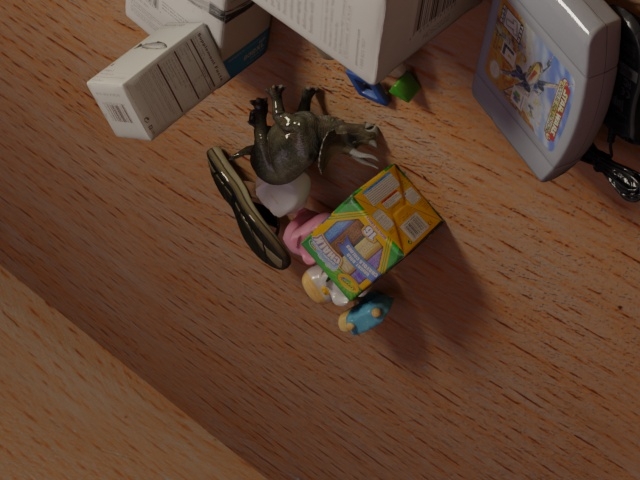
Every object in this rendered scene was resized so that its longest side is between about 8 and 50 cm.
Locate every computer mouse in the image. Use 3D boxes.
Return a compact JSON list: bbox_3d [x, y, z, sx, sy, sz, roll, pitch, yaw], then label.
[{"bbox_3d":[0.357,-0.191,1.505,0.184,0.060,0.262,47,154,48],"label":"computer mouse"}]

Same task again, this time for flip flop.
[{"bbox_3d":[-0.127,-0.070,2.325,0.277,0.080,0.112,58,160,19],"label":"flip flop"}]

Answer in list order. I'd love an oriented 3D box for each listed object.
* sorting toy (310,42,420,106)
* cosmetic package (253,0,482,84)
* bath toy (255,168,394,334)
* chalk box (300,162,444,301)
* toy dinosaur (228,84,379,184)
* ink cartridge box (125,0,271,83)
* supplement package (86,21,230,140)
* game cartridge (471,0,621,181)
[{"bbox_3d":[0.026,-0.323,1.771,0.196,0.047,0.348,23,161,52],"label":"sorting toy"},{"bbox_3d":[-0.019,-0.423,1.576,0.453,0.230,0.161,39,151,21],"label":"cosmetic package"},{"bbox_3d":[0.000,0.000,2.170,0.151,0.129,0.348,-21,111,30],"label":"bath toy"},{"bbox_3d":[0.071,-0.003,2.002,0.132,0.132,0.213,50,136,1],"label":"chalk box"},{"bbox_3d":[-0.061,-0.158,1.998,0.313,0.121,0.160,-19,78,36],"label":"toy dinosaur"},{"bbox_3d":[-0.189,-0.427,1.918,0.223,0.129,0.307,41,151,16],"label":"ink cartridge box"},{"bbox_3d":[-0.250,-0.249,1.894,0.105,0.179,0.105,10,135,48],"label":"supplement package"},{"bbox_3d":[0.278,-0.212,1.520,0.297,0.062,0.198,95,150,-56],"label":"game cartridge"}]
